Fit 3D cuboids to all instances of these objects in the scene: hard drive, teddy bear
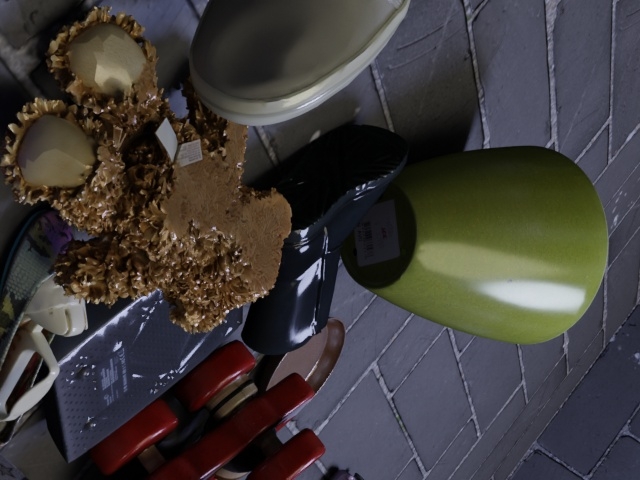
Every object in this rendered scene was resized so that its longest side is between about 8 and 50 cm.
[{"bbox_3d":[-0.180,0.094,1.146,0.255,0.054,0.172,-38,149,-34],"label":"hard drive"},{"bbox_3d":[-0.150,-0.050,0.970,0.338,0.113,0.245,20,76,-61],"label":"teddy bear"}]

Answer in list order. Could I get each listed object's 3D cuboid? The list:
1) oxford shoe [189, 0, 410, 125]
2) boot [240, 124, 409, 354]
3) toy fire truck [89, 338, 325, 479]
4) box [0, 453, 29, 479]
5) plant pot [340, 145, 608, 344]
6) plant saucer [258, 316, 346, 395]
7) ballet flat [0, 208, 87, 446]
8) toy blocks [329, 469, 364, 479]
[{"bbox_3d":[0.030,-0.286,0.955,0.449,0.169,0.130,-55,158,-21],"label":"oxford shoe"},{"bbox_3d":[0.000,0.000,1.297,0.246,0.094,0.207,-42,153,-40],"label":"boot"},{"bbox_3d":[-0.149,0.270,1.317,0.302,0.169,0.254,-34,170,-37],"label":"toy fire truck"},{"bbox_3d":[-0.305,0.265,0.904,0.163,0.247,0.142,-12,131,-56],"label":"box"},{"bbox_3d":[0.173,0.001,1.458,0.293,0.275,0.274,3,119,-43],"label":"plant pot"},{"bbox_3d":[-0.030,0.169,1.521,0.168,0.029,0.168,-41,150,-30],"label":"plant saucer"},{"bbox_3d":[-0.251,0.083,0.984,0.077,0.079,0.221,4,116,-60],"label":"ballet flat"},{"bbox_3d":[0.035,0.539,1.757,0.309,0.288,0.260,-48,158,-11],"label":"toy blocks"}]
